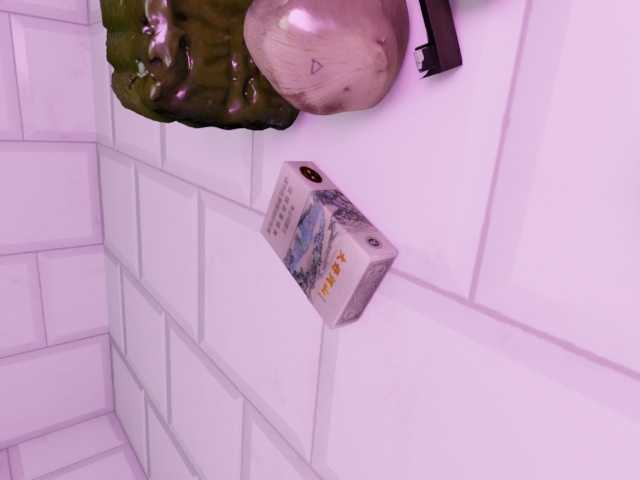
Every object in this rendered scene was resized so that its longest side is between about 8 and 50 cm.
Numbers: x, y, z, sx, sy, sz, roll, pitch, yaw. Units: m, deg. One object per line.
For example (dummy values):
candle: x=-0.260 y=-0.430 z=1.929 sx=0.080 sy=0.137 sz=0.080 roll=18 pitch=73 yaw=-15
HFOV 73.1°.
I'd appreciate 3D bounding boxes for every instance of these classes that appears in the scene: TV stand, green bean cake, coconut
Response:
TV stand: x=0.106 y=-0.323 z=0.499 sx=0.040 sy=0.049 sz=0.257 roll=3 pitch=119 yaw=51
green bean cake: x=-0.153 y=-0.346 z=0.677 sx=0.218 sy=0.319 sz=0.335 roll=30 pitch=123 yaw=41
coconut: x=0.013 y=-0.264 z=0.567 sx=0.224 sy=0.224 sz=0.224 roll=13 pitch=107 yaw=50

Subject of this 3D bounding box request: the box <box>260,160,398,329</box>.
box: x=0.000 y=0.000 z=0.744 sx=0.256 sy=0.069 sz=0.164 roll=50 pitch=133 yaw=33
